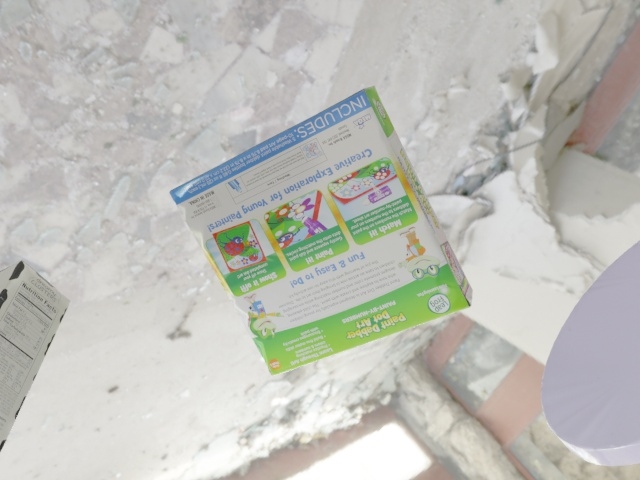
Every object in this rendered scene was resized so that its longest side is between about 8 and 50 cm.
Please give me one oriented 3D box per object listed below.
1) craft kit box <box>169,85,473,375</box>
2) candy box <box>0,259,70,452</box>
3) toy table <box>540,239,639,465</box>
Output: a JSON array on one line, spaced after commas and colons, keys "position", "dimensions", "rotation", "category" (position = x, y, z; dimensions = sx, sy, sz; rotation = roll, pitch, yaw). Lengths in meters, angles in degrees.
[{"position": [0.000, 0.000, 0.693], "dimensions": [0.250, 0.246, 0.061], "rotation": [-23, -171, 22], "category": "craft kit box"}, {"position": [-0.342, 0.131, 0.588], "dimensions": [0.165, 0.196, 0.070], "rotation": [-24, 125, 20], "category": "candy box"}, {"position": [0.344, 0.112, 0.579], "dimensions": [0.274, 0.252, 0.161], "rotation": [-45, 113, 4], "category": "toy table"}]
